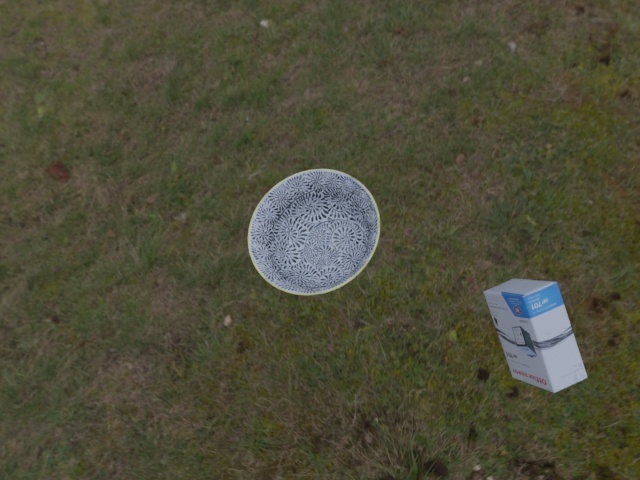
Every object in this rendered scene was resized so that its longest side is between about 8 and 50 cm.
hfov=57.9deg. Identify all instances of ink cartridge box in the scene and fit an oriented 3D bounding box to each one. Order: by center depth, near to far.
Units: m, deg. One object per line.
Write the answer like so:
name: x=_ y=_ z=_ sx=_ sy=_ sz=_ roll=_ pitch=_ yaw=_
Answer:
ink cartridge box: x=0.407 y=0.175 z=1.104 sx=0.082 sy=0.140 sz=0.190 roll=-19 pitch=93 yaw=-14

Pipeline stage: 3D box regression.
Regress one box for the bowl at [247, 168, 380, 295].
bowl: x=0.000 y=0.000 z=0.748 sx=0.170 sy=0.080 sz=0.170 roll=-6 pitch=68 yaw=15
